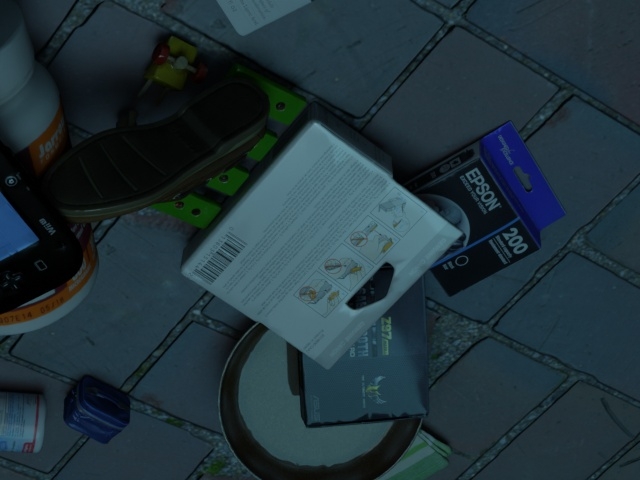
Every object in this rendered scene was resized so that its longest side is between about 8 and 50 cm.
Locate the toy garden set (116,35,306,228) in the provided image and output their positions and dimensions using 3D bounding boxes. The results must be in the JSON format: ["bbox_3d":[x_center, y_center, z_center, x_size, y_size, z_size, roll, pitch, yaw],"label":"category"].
[{"bbox_3d":[-0.171,-0.146,1.945,0.204,0.049,0.244,24,123,-29],"label":"toy garden set"}]

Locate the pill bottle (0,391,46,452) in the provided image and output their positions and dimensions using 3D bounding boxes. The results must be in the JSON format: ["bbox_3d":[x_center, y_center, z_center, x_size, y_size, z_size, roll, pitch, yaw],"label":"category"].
[{"bbox_3d":[-0.487,0.264,2.213,0.160,0.087,0.087,6,129,-14],"label":"pill bottle"}]

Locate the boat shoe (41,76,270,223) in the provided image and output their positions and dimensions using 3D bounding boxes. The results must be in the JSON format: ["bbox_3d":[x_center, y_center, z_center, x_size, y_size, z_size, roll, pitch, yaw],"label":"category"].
[{"bbox_3d":[-0.193,-0.085,1.823,0.307,0.110,0.104,-25,156,-24],"label":"boat shoe"}]

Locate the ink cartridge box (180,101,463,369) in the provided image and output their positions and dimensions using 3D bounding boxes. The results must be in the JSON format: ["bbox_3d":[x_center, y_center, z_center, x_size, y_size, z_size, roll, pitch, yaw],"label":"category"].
[{"bbox_3d":[0.000,0.000,2.040,0.261,0.066,0.296,35,114,-18],"label":"ink cartridge box"}]

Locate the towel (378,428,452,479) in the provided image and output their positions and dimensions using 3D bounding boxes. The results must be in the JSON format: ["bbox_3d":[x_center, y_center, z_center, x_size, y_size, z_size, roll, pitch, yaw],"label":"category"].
[{"bbox_3d":[0.030,0.319,2.387,0.248,0.038,0.325,-32,129,18],"label":"towel"}]

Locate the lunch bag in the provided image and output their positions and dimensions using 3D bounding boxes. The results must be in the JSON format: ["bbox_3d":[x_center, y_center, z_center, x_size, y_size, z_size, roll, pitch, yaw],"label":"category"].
[{"bbox_3d":[-0.332,0.247,2.239,0.098,0.067,0.065,32,118,-30],"label":"lunch bag"}]

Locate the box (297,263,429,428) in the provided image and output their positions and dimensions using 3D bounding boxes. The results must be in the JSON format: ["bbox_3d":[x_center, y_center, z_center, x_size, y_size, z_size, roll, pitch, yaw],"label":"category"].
[{"bbox_3d":[0.059,0.145,2.159,0.183,0.059,0.232,-4,103,-8],"label":"box"}]

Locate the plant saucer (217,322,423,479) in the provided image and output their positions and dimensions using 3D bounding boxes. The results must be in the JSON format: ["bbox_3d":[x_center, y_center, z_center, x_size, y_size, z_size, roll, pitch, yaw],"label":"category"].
[{"bbox_3d":[0.001,0.227,2.226,0.311,0.050,0.310,-2,103,-9],"label":"plant saucer"}]

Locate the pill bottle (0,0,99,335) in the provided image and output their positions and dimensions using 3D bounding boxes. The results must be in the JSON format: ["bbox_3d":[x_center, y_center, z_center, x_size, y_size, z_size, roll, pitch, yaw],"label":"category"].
[{"bbox_3d":[-0.410,-0.093,1.830,0.224,0.224,0.392,-9,132,-2],"label":"pill bottle"}]

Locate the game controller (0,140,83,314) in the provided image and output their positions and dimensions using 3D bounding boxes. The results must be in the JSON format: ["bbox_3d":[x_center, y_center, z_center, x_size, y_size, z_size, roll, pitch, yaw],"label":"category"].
[{"bbox_3d":[-0.402,-0.044,1.681,0.166,0.067,0.319,-21,130,15],"label":"game controller"}]

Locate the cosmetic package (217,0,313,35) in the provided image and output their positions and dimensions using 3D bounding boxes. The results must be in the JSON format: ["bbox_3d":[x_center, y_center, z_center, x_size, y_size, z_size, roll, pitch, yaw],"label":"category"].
[{"bbox_3d":[-0.023,-0.348,1.770,0.231,0.085,0.117,-25,130,13],"label":"cosmetic package"}]

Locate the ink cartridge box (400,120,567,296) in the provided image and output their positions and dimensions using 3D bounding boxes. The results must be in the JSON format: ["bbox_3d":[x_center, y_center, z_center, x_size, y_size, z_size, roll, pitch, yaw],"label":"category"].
[{"bbox_3d":[0.221,-0.039,2.098,0.208,0.045,0.206,-31,129,10],"label":"ink cartridge box"}]
